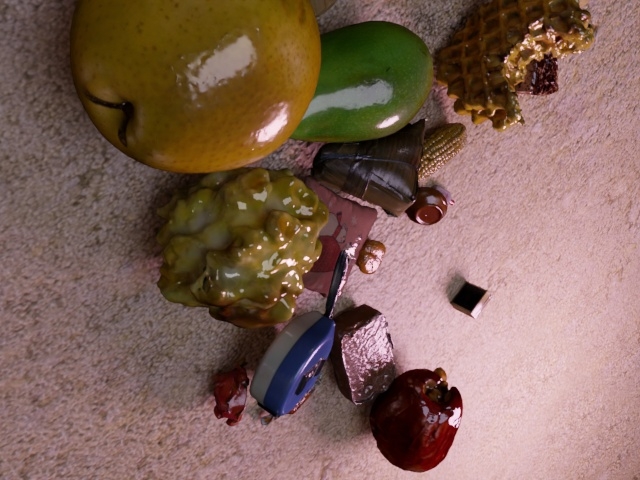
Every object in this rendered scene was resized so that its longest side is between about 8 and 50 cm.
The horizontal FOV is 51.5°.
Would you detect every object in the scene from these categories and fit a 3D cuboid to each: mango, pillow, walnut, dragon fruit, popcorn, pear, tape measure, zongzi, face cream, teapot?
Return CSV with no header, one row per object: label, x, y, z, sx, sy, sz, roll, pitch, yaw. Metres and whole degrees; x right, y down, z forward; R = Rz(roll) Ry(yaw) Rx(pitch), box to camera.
mango,0.051,-0.288,1.251,0.382,0.201,0.225,-26,87,-26
pillow,0.000,0.000,1.403,0.223,0.084,0.236,27,91,-37
walnut,0.252,0.434,1.663,0.244,0.222,0.269,-35,158,-53
dragon fruit,-0.190,0.317,1.370,0.068,0.112,0.126,9,107,-17
popcorn,-0.129,-0.004,1.182,0.312,0.312,0.312,-13,114,-32
pear,-0.175,-0.288,0.999,0.418,0.362,0.362,-59,135,-38
tape measure,-0.028,0.201,1.351,0.215,0.098,0.351,-33,148,-59
zongzi,0.108,-0.193,1.359,0.221,0.112,0.242,21,67,-15
face cream,0.301,-0.106,1.628,0.083,0.021,0.040,24,92,-39
teapot,0.250,-0.086,1.570,0.098,0.078,0.129,-24,141,20

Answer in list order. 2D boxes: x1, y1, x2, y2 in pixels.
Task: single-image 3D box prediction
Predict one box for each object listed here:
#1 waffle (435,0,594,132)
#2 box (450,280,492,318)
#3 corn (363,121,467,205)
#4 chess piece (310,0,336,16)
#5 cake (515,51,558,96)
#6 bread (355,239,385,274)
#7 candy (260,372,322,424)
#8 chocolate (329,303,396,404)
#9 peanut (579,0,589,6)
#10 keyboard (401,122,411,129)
waffle,0.421,-0.405,1.448,0.324,0.261,0.151,-46,147,1
box,0.402,0.157,1.761,0.083,0.079,0.035,-52,127,-10
corn,0.213,-0.175,1.496,0.320,0.097,0.097,-34,124,-25
chess piece,-0.016,-0.557,1.181,0.137,0.137,0.301,-36,137,-21
cake,0.523,-0.469,1.604,0.135,0.112,0.246,1,103,-39
bread,0.112,0.034,1.525,0.083,0.046,0.081,-45,129,-16
candy,-0.061,0.361,1.516,0.182,0.046,0.053,-36,126,-24
chocolate,0.092,0.268,1.565,0.148,0.093,0.214,-24,119,-26
peanut,0.533,-0.654,1.526,0.305,0.147,0.147,40,82,-39
keyboard,0.113,-0.189,1.434,0.204,0.061,0.013,-50,148,-11
